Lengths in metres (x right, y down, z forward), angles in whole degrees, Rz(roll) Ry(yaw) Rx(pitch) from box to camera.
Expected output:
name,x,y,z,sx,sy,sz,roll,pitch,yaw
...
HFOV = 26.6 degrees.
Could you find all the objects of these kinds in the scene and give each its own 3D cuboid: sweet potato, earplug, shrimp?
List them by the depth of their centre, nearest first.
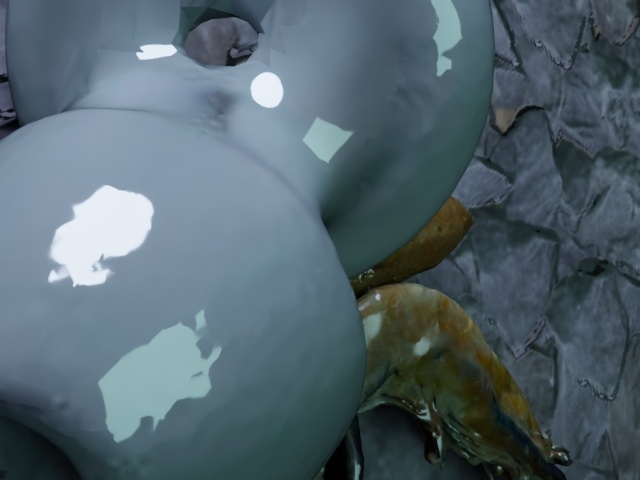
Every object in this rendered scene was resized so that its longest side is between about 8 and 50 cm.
name,x,y,z,sx,sy,sz,roll,pitch,yaw
earplug,-0.055,-0.024,0.535,0.175,0.214,0.325,61,45,-70
sweet potato,0.000,0.000,0.674,0.206,0.060,0.068,1,92,-30
shrimp,0.062,0.121,0.707,0.219,0.046,0.152,42,68,-37
